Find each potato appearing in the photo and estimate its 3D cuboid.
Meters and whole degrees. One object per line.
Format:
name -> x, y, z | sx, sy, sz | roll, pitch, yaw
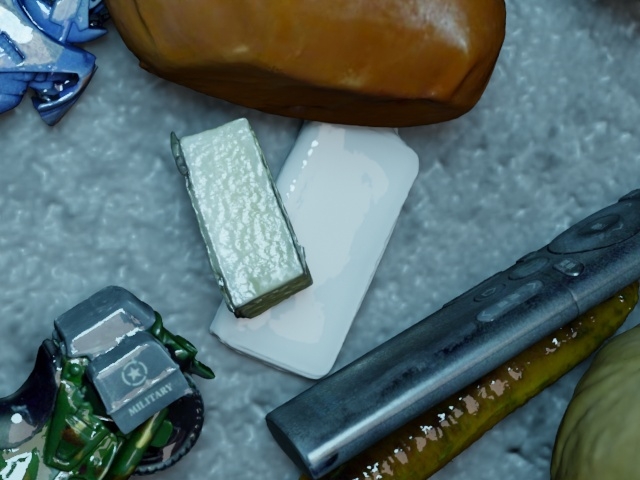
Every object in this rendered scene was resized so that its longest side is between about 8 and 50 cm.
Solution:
potato -> -0.051, -0.016, 0.788 | 0.061, 0.086, 0.122 | -20, 82, -2

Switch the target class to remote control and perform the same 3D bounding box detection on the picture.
remote control -> 0.137, 0.047, 0.857 | 0.378, 0.107, 0.044 | -30, 107, -12

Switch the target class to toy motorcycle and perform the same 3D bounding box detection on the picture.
toy motorcycle -> -0.204, 0.122, 0.758 | 0.275, 0.125, 0.187 | -34, 114, -13
toy motorcycle -> -0.216, -0.117, 0.751 | 0.205, 0.076, 0.114 | -14, 107, -14

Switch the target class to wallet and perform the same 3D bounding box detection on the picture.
wallet -> 0.000, 0.000, 0.848 | 0.095, 0.033, 0.190 | 26, 89, -20

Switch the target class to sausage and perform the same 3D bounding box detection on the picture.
sausage -> -0.009, -0.153, 0.758 | 0.268, 0.153, 0.141 | 9, 80, -27

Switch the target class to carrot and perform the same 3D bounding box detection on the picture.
carrot -> 0.111, 0.111, 0.877 | 0.314, 0.066, 0.066 | -34, 105, -11

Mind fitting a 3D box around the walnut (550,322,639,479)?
walnut -> 0.324, 0.190, 0.844 | 0.333, 0.333, 0.332 | -2, 97, -17
